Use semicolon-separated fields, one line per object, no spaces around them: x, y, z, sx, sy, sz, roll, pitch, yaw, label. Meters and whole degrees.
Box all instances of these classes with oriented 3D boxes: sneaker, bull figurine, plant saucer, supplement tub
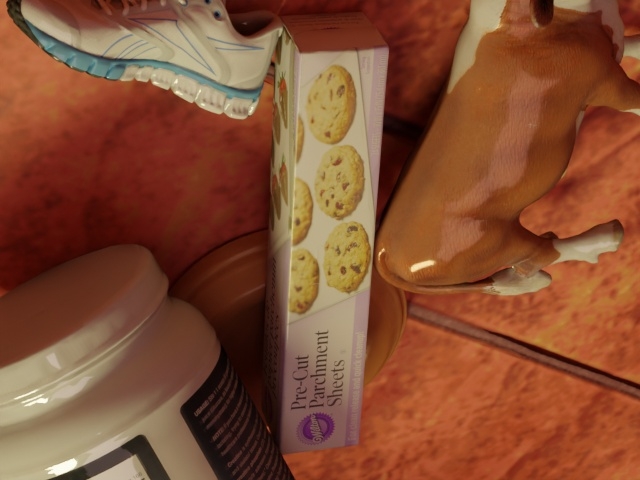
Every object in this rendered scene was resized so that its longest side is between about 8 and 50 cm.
-0.106;-0.142;1.122;0.191;0.071;0.083;12;119;-38;sneaker
0.149;-0.090;1.222;0.188;0.101;0.310;13;120;-30;bull figurine
-0.027;0.075;1.354;0.200;0.037;0.200;-10;132;-11;plant saucer
-0.129;0.160;1.237;0.191;0.191;0.272;-26;108;4;supplement tub

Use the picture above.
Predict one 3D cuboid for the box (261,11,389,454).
0.000;0.000;1.241;0.067;0.063;0.324;-4;121;-14;box
